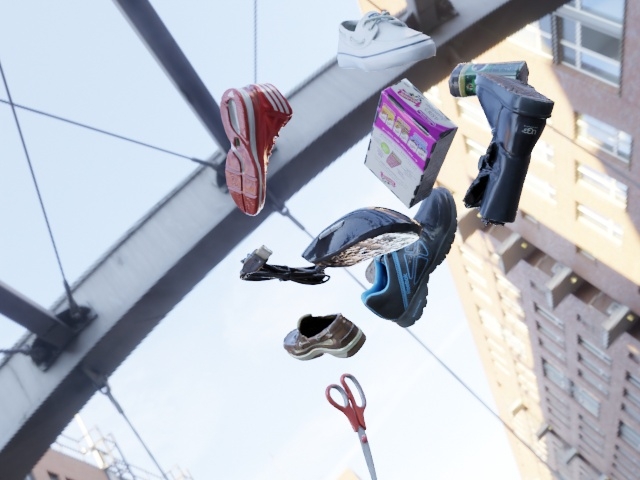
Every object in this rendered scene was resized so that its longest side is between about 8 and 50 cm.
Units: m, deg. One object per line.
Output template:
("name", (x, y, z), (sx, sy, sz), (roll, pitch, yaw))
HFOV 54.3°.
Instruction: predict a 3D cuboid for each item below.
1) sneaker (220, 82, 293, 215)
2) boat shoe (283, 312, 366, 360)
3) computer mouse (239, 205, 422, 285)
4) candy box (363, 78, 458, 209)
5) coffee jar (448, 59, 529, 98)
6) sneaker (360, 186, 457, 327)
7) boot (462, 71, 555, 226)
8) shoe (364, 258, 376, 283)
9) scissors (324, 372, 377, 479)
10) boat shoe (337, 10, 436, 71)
("sneaker", (-0.091, -0.157, 1.054), (0.128, 0.087, 0.221), (-29, -48, -39))
("boat shoe", (-0.011, 0.189, 1.315), (0.095, 0.257, 0.095), (48, -125, -17))
("computer mouse", (0.000, 0.000, 0.870), (0.184, 0.060, 0.262), (5, -23, -37))
("candy box", (0.182, -0.196, 1.308), (0.071, 0.159, 0.233), (-32, -22, -24))
("coffee jar", (0.417, -0.400, 1.558), (0.096, 0.184, 0.079), (-51, -44, -39))
("sneaker", (0.207, 0.024, 1.430), (0.140, 0.125, 0.340), (23, -98, -16))
("boot", (0.283, -0.153, 1.015), (0.094, 0.246, 0.207), (11, -65, -6))
("shoe", (0.195, 0.037, 1.699), (0.058, 0.076, 0.219), (-5, -35, -38))
("scissors", (0.107, 0.464, 1.518), (0.109, 0.297, 0.021), (-12, -27, -40))
("boat shoe", (0.076, -0.283, 0.876), (0.083, 0.226, 0.075), (-23, -69, -21))
